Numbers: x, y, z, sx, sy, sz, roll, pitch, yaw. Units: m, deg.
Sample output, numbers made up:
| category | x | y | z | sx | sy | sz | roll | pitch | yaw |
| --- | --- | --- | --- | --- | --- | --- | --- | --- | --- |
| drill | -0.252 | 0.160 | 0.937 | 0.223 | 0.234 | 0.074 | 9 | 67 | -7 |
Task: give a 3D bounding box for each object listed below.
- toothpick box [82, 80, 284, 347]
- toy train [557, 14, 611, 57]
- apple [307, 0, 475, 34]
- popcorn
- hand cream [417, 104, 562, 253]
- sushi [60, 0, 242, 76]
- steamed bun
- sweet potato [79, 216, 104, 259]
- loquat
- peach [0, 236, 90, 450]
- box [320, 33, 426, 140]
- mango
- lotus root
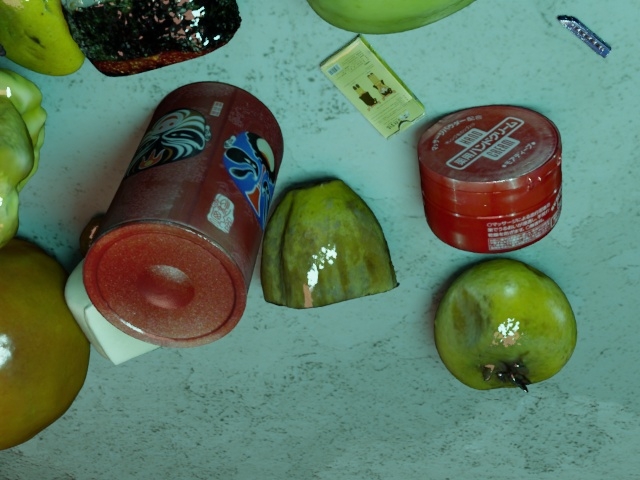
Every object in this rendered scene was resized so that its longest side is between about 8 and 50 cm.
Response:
| category | x | y | z | sx | sy | sz | roll | pitch | yaw |
| --- | --- | --- | --- | --- | --- | --- | --- | --- | --- |
| toothpick box | -0.169 | -0.044 | 1.233 | 0.204 | 0.333 | 0.204 | 4 | 129 | 5 |
| toy train | 0.338 | -0.265 | 1.191 | 0.083 | 0.017 | 0.017 | 33 | 123 | -18 |
| apple | 0.081 | -0.363 | 1.020 | 0.279 | 0.279 | 0.279 | 4 | 129 | 5 |
| popcorn | -0.516 | -0.147 | 1.182 | 0.349 | 0.349 | 0.381 | 16 | 140 | -5 |
| hand cream | 0.227 | -0.083 | 1.241 | 0.193 | 0.193 | 0.125 | -4 | 126 | 11 |
| sushi | -0.217 | -0.292 | 1.173 | 0.225 | 0.136 | 0.126 | -9 | 124 | 23 |
| steamed bun | -0.263 | 0.064 | 1.426 | 0.242 | 0.164 | 0.146 | -27 | 125 | -12 |
| sweet potato | -0.352 | 0.042 | 1.507 | 0.053 | 0.054 | 0.182 | 2 | 131 | 18 |
| loquat | 0.271 | 0.129 | 1.396 | 0.213 | 0.213 | 0.213 | 4 | 129 | 5 |
| peach | -0.535 | 0.162 | 1.431 | 0.343 | 0.302 | 0.343 | 9 | 105 | 39 |
| box | 0.074 | -0.207 | 1.271 | 0.073 | 0.020 | 0.149 | -32 | 118 | 27 |
| mango | -0.383 | -0.293 | 1.214 | 0.137 | 0.098 | 0.195 | -21 | 126 | 27 |
| lotus root | 0.001 | 0.000 | 1.378 | 0.188 | 0.199 | 0.180 | -14 | 98 | -26 |
